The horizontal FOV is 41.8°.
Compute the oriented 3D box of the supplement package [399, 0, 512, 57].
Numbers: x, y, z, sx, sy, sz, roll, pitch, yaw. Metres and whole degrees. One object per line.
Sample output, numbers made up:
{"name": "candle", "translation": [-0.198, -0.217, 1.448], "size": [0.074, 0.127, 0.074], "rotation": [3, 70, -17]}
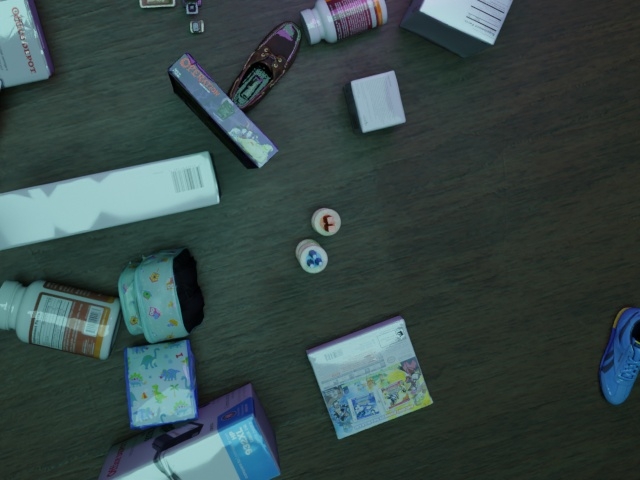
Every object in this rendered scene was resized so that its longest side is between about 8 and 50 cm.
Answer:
{"name": "supplement package", "translation": [0.266, -0.468, 1.536], "size": [0.149, 0.194, 0.203], "rotation": [23, 93, -7]}

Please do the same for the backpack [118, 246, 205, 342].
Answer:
{"name": "backpack", "translation": [-0.291, 0.103, 1.539], "size": [0.144, 0.188, 0.166], "rotation": [-9, 98, -5]}

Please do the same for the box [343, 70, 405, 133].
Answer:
{"name": "box", "translation": [0.101, -0.260, 1.587], "size": [0.087, 0.101, 0.102], "rotation": [-14, 97, -5]}

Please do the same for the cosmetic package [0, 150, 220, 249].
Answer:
{"name": "cosmetic package", "translation": [-0.365, -0.075, 1.465], "size": [0.377, 0.284, 0.097], "rotation": [-12, 99, -4]}

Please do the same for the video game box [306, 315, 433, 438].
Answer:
{"name": "video game box", "translation": [0.098, 0.272, 1.671], "size": [0.205, 0.048, 0.187], "rotation": [-20, 96, -4]}

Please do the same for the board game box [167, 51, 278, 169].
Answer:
{"name": "board game box", "translation": [-0.171, -0.210, 1.440], "size": [0.056, 0.347, 0.208], "rotation": [-40, 99, -4]}

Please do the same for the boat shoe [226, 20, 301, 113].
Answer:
{"name": "boat shoe", "translation": [-0.102, -0.324, 1.574], "size": [0.073, 0.073, 0.207], "rotation": [34, 90, -7]}

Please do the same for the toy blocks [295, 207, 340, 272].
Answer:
{"name": "toy blocks", "translation": [0.000, 0.000, 1.580], "size": [0.054, 0.148, 0.123], "rotation": [26, 93, -9]}

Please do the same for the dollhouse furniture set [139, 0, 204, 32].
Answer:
{"name": "dollhouse furniture set", "translation": [-0.275, -0.429, 1.538], "size": [0.114, 0.081, 0.091], "rotation": [-4, 96, -6]}

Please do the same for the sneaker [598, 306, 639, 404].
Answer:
{"name": "sneaker", "translation": [0.626, 0.240, 1.709], "size": [0.069, 0.082, 0.209], "rotation": [11, 96, -9]}

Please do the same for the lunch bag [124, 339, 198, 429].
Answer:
{"name": "lunch bag", "translation": [-0.298, 0.276, 1.580], "size": [0.128, 0.096, 0.151], "rotation": [-9, 57, -5]}

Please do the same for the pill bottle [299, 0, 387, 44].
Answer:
{"name": "pill bottle", "translation": [0.042, -0.423, 1.571], "size": [0.152, 0.086, 0.086], "rotation": [-21, 98, -4]}

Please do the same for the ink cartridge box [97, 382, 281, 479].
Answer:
{"name": "ink cartridge box", "translation": [-0.242, 0.408, 1.559], "size": [0.307, 0.223, 0.129], "rotation": [-24, 98, -3]}

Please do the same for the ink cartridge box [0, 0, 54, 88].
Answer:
{"name": "ink cartridge box", "translation": [-0.599, -0.346, 1.494], "size": [0.208, 0.087, 0.153], "rotation": [-12, 112, -5]}

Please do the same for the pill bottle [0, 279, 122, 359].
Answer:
{"name": "pill bottle", "translation": [-0.486, 0.142, 1.557], "size": [0.216, 0.121, 0.121], "rotation": [14, 94, -7]}
